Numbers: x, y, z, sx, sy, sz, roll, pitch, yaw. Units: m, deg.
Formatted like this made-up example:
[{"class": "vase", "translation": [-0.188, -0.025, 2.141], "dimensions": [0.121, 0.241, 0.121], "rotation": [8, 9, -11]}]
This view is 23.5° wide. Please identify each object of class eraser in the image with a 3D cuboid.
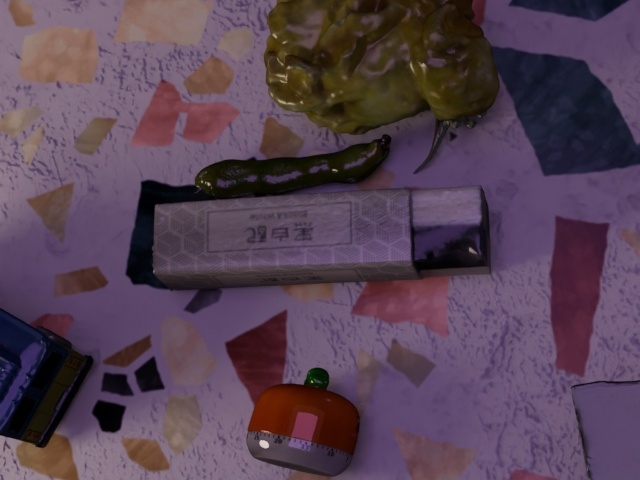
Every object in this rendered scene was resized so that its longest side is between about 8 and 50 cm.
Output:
[{"class": "eraser", "translation": [0.000, 0.000, 1.855], "dimensions": [0.404, 0.096, 0.098], "rotation": [-3, 75, 13]}]

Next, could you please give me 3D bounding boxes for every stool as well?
[{"class": "stool", "translation": [0.376, 0.285, 1.620], "dimensions": [0.170, 0.243, 0.269], "rotation": [-12, 75, 10]}]

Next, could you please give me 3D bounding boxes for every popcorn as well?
[{"class": "popcorn", "translation": [0.074, -0.249, 1.855], "dimensions": [0.286, 0.174, 0.225], "rotation": [-2, 68, 18]}]

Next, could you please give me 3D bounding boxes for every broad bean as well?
[{"class": "broad bean", "translation": [-0.033, -0.086, 1.907], "dimensions": [0.256, 0.052, 0.052], "rotation": [-9, 37, 10]}]

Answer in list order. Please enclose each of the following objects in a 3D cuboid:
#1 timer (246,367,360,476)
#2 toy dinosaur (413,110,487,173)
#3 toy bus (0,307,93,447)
[{"class": "timer", "translation": [-0.016, 0.211, 1.810], "dimensions": [0.136, 0.099, 0.136], "rotation": [0, 70, 1]}, {"class": "toy dinosaur", "translation": [0.173, -0.156, 1.885], "dimensions": [0.058, 0.037, 0.180], "rotation": [24, 75, 41]}, {"class": "toy bus", "translation": [-0.446, 0.127, 1.887], "dimensions": [0.288, 0.175, 0.138], "rotation": [27, 85, 18]}]
